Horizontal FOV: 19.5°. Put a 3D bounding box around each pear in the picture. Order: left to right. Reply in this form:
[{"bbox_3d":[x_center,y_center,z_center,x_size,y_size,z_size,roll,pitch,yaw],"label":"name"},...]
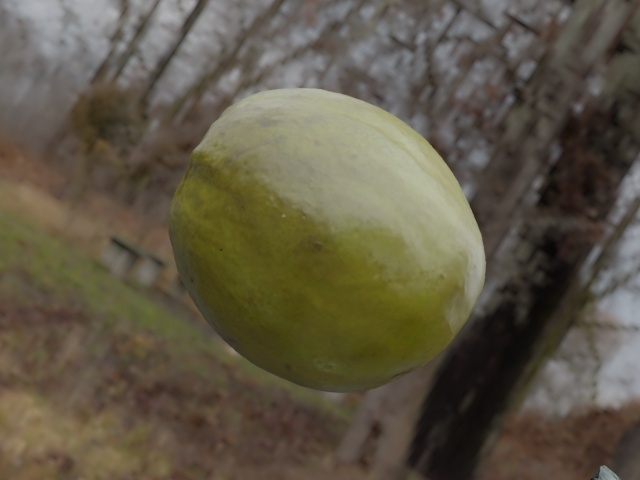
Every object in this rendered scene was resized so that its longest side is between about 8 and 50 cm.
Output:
[{"bbox_3d":[0.000,0.000,0.953,0.162,0.149,0.149,35,-3,-8],"label":"pear"}]

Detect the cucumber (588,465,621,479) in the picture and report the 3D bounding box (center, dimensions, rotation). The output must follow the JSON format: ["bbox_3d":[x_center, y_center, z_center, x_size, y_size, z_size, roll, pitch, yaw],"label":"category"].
[{"bbox_3d":[0.161,0.215,0.917,0.043,0.044,0.257,5,-52,39],"label":"cucumber"}]
